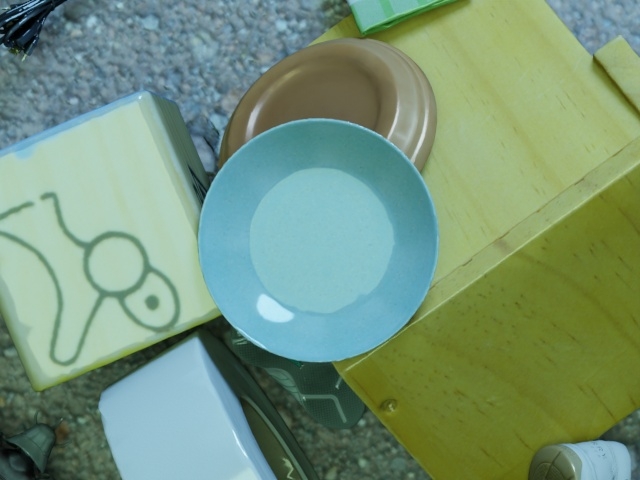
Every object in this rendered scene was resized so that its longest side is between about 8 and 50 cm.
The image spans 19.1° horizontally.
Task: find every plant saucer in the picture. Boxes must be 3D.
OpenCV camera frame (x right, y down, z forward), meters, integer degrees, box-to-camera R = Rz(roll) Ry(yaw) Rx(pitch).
[{"bbox_3d":[0.000,-0.092,1.605,0.200,0.037,0.200,-13,56,20],"label":"plant saucer"},{"bbox_3d":[0.000,0.000,1.525,0.195,0.037,0.195,0,89,8],"label":"plant saucer"}]

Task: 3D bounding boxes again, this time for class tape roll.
[{"bbox_3d":[-0.067,0.218,1.583,0.100,0.286,0.286,-32,89,3],"label":"tape roll"}]

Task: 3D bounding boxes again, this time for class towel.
[{"bbox_3d":[0.064,-0.258,1.666,0.113,0.023,0.152,-21,65,7],"label":"towel"}]

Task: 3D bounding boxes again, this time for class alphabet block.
[{"bbox_3d":[-0.182,0.000,1.631,0.192,0.193,0.197,-22,90,5],"label":"alphabet block"}]

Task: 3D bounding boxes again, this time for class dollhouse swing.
[{"bbox_3d":[0.145,-0.024,1.675,0.347,0.305,0.315,-37,130,4],"label":"dollhouse swing"}]

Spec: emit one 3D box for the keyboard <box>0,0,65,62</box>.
[{"bbox_3d":[-0.258,-0.289,1.659,0.317,0.033,0.201,-42,100,-14],"label":"keyboard"}]

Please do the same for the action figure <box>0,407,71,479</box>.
[{"bbox_3d":[-0.327,0.263,1.699,0.185,0.099,0.285,41,90,9],"label":"action figure"}]

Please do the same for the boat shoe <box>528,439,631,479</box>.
[{"bbox_3d":[0.239,0.308,1.659,0.096,0.098,0.277,-7,106,-29],"label":"boat shoe"}]

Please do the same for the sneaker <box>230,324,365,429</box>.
[{"bbox_3d":[-0.020,0.109,1.694,0.152,0.061,0.053,42,93,-18],"label":"sneaker"}]
